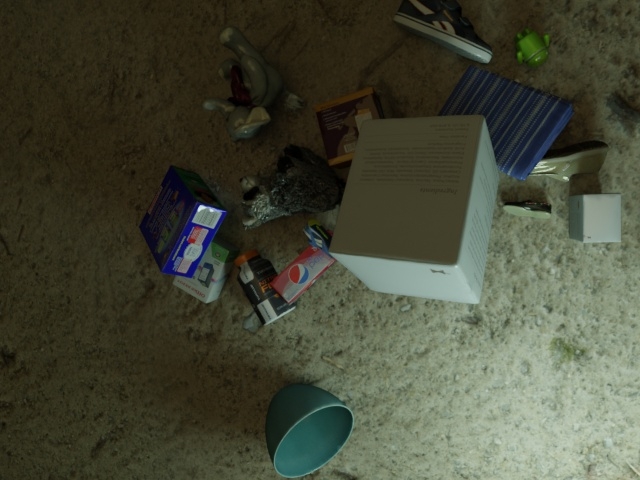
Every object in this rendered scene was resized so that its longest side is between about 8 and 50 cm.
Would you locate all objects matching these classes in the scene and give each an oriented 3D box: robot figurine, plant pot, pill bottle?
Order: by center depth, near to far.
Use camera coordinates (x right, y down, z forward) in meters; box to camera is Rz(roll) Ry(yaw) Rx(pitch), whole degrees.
[{"bbox_3d":[0.608,-0.552,1.368,0.101,0.067,0.115,-32,85,3],"label":"robot figurine"},{"bbox_3d":[-0.065,0.587,1.551,0.195,0.290,0.290,40,106,47],"label":"plant pot"},{"bbox_3d":[-0.198,0.153,1.611,0.130,0.130,0.245,-32,85,16],"label":"pill bottle"}]

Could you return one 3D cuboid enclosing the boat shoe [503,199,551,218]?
[{"bbox_3d":[0.614,-0.097,1.410,0.133,0.049,0.042,10,68,22],"label":"boat shoe"}]

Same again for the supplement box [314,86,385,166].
[{"bbox_3d":[0.107,-0.347,1.493,0.191,0.129,0.194,-14,89,17],"label":"supplement box"}]

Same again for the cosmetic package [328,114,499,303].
[{"bbox_3d":[0.268,-0.077,1.269,0.327,0.329,0.393,6,71,28],"label":"cosmetic package"}]

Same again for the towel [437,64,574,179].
[{"bbox_3d":[0.511,-0.345,1.374,0.336,0.040,0.243,38,101,31],"label":"towel"}]

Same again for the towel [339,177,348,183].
[{"bbox_3d":[0.056,-0.178,1.581,0.083,0.009,0.060,2,95,17],"label":"towel"}]

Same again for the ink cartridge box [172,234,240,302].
[{"bbox_3d":[-0.407,0.092,1.688,0.154,0.093,0.212,29,102,12],"label":"ink cartridge box"}]

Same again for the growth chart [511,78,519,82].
[{"bbox_3d":[0.557,-0.358,1.420,0.172,0.021,0.237,-26,86,17],"label":"growth chart"}]

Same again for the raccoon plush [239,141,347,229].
[{"bbox_3d":[-0.057,-0.091,1.526,0.446,0.216,0.299,40,117,7],"label":"raccoon plush"}]

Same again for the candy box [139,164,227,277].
[{"bbox_3d":[-0.473,-0.070,1.605,0.268,0.122,0.317,-59,43,13],"label":"candy box"}]

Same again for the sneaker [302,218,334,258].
[{"bbox_3d":[0.000,0.000,1.490,0.059,0.053,0.144,-34,96,41],"label":"sneaker"}]

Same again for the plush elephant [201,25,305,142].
[{"bbox_3d":[-0.248,-0.444,1.518,0.330,0.272,0.255,37,77,-13],"label":"plush elephant"}]

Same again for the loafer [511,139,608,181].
[{"bbox_3d":[0.671,-0.211,1.354,0.268,0.102,0.092,-9,112,22],"label":"loafer"}]

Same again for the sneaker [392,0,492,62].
[{"bbox_3d":[0.377,-0.641,1.399,0.321,0.126,0.127,32,107,13],"label":"sneaker"}]

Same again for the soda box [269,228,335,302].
[{"bbox_3d":[-0.037,0.086,1.534,0.263,0.083,0.092,-44,80,-11],"label":"soda box"}]

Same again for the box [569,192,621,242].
[{"bbox_3d":[0.750,-0.063,1.304,0.091,0.170,0.130,-1,94,16],"label":"box"}]
